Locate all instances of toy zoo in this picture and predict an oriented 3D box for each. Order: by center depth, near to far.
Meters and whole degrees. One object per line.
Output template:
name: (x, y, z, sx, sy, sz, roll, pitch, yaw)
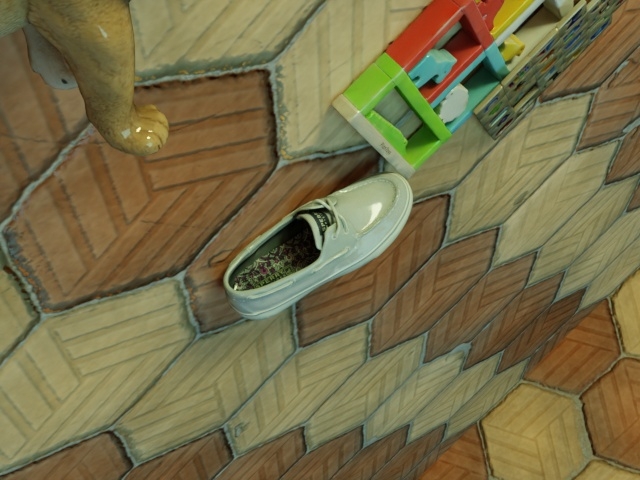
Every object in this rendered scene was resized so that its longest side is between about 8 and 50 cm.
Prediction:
toy zoo: (0.155, -0.197, 0.965, 0.293, 0.030, 0.192, -45, 156, 7)

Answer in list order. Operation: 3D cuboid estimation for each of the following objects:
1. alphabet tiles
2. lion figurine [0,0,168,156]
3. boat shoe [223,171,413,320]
alphabet tiles: (0.266, -0.212, 1.086, 0.237, 0.009, 0.198, -46, 167, 9)
lion figurine: (-0.201, -0.125, 0.434, 0.392, 0.142, 0.240, -27, 145, -20)
boat shoe: (-0.001, 0.000, 1.003, 0.228, 0.079, 0.081, -35, 159, -5)
